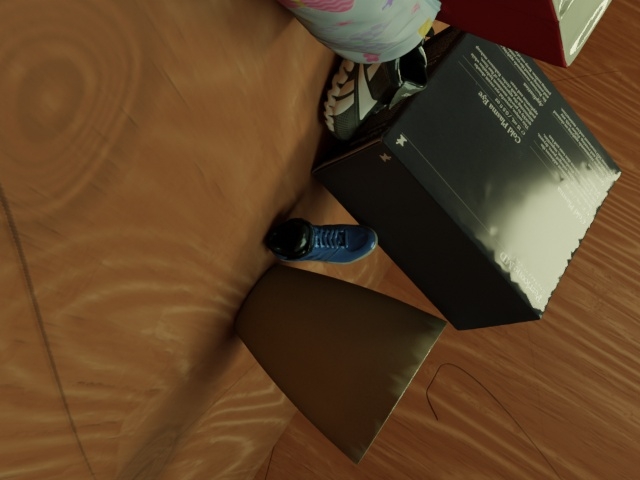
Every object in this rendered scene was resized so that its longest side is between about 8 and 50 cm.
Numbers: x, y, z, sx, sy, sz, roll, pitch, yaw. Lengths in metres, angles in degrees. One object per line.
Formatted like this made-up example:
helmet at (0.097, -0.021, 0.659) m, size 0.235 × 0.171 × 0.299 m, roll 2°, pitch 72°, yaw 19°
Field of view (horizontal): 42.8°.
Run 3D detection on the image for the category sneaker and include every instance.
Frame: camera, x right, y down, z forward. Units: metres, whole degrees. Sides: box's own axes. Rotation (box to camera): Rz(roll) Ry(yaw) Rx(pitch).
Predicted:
sneaker at (0.070, -0.188, 0.970) m, size 0.078 × 0.106 × 0.234 m, roll -49°, pitch 167°, yaw -35°
sneaker at (0.000, 0.001, 1.135) m, size 0.084 × 0.152 × 0.058 m, roll 38°, pitch 51°, yaw -75°

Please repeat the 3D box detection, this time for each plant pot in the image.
plant pot at (0.014, 0.160, 1.267) m, size 0.256 × 0.274 × 0.256 m, roll -54°, pitch 169°, yaw -15°

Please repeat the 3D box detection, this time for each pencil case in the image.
pencil case at (0.026, -0.217, 0.635) m, size 0.273 × 0.124 × 0.113 m, roll -5°, pitch 86°, yaw -79°

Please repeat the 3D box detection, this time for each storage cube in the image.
storage cube at (0.200, -0.318, 0.823) m, size 0.215 × 0.193 × 0.184 m, roll -58°, pitch 151°, yaw -4°

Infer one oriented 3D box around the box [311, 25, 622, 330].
box at (0.221, -0.100, 1.195) m, size 0.312 × 0.343 × 0.179 m, roll -52°, pitch -163°, yaw -30°
